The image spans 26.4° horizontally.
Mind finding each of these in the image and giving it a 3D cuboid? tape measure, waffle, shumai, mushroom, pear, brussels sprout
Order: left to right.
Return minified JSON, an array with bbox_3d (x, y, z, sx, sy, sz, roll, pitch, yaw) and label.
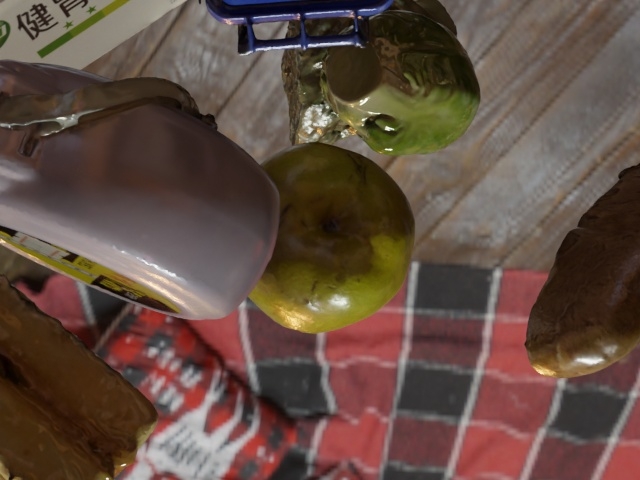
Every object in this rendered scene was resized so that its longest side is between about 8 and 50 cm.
[{"bbox_3d":[-0.286,0.119,1.052,0.261,0.114,0.376,38,156,-6],"label":"waffle"},{"bbox_3d":[-0.108,-0.031,0.717,0.178,0.105,0.196,26,167,-14],"label":"tape measure"},{"bbox_3d":[0.000,0.000,1.386,0.200,0.200,0.200,3,130,4],"label":"pear"},{"bbox_3d":[0.059,-0.215,1.647,0.218,0.189,0.256,-6,144,-13],"label":"shumai"},{"bbox_3d":[0.071,-0.145,1.218,0.155,0.155,0.117,29,105,-18],"label":"brussels sprout"},{"bbox_3d":[0.230,0.014,1.000,0.094,0.210,0.072,18,145,46],"label":"mushroom"}]

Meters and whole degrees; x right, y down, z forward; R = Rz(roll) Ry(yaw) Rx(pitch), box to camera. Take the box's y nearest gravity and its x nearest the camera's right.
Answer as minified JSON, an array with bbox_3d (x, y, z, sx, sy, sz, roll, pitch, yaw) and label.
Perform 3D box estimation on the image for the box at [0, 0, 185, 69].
[{"bbox_3d":[-0.256,-0.277,1.337,0.333,0.145,0.173,-33,158,-3],"label":"box"}]

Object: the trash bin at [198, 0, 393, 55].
[{"bbox_3d":[-0.023,-0.259,1.016,0.163,0.184,0.234,-4,168,1],"label":"trash bin"}]
